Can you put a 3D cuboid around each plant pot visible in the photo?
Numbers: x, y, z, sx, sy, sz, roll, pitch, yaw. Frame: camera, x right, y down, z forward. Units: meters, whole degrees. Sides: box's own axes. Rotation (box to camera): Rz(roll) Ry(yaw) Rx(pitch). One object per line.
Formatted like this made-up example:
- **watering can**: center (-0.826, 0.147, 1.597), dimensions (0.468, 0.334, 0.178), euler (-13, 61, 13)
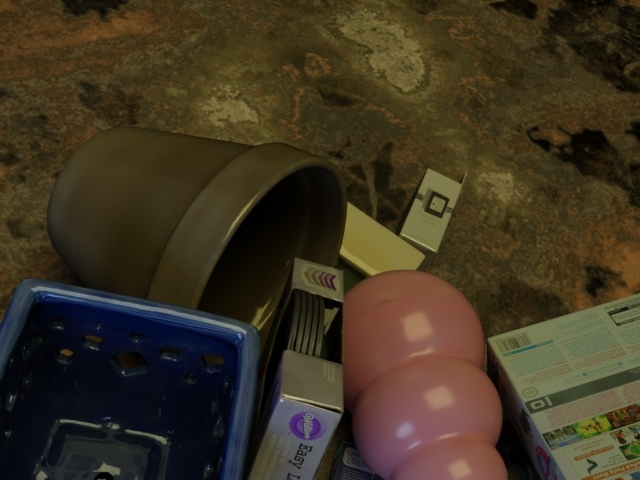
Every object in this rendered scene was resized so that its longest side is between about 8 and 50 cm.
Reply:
- **plant pot**: center (-0.201, 0.203, 0.806), dimensions (0.236, 0.212, 0.236), euler (13, 50, -10)
- **plant pot**: center (-0.167, -0.001, 1.052), dimensions (0.280, 0.323, 0.323), euler (26, 49, 24)

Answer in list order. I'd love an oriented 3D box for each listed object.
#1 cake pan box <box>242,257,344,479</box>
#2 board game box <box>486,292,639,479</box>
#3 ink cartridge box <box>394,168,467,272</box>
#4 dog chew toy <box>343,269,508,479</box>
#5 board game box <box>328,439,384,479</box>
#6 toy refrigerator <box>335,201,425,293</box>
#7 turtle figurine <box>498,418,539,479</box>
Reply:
- **cake pan box**: center (-0.038, 0.183, 0.915), dimensions (0.070, 0.267, 0.246), euler (15, 31, -9)
- **board game box**: center (0.355, 0.219, 0.992), dimensions (0.224, 0.097, 0.303), euler (-15, 43, -7)
- **ink cartridge box**: center (0.154, -0.029, 1.278), dimensions (0.060, 0.104, 0.180), euler (26, 51, 2)
- **dog chew toy**: center (0.121, 0.196, 1.019), dimensions (0.206, 0.207, 0.332), euler (-1, 47, -19)
- **board game box**: center (0.102, 0.339, 1.041), dimensions (0.201, 0.035, 0.136), euler (20, 52, -4)
- **toy refrigerator**: center (0.000, 0.000, 1.207), dimensions (0.269, 0.102, 0.094), euler (36, 53, 7)
- **turtle figurine**: center (0.310, 0.250, 1.113), dimensions (0.234, 0.118, 0.175), euler (-13, 33, -20)
